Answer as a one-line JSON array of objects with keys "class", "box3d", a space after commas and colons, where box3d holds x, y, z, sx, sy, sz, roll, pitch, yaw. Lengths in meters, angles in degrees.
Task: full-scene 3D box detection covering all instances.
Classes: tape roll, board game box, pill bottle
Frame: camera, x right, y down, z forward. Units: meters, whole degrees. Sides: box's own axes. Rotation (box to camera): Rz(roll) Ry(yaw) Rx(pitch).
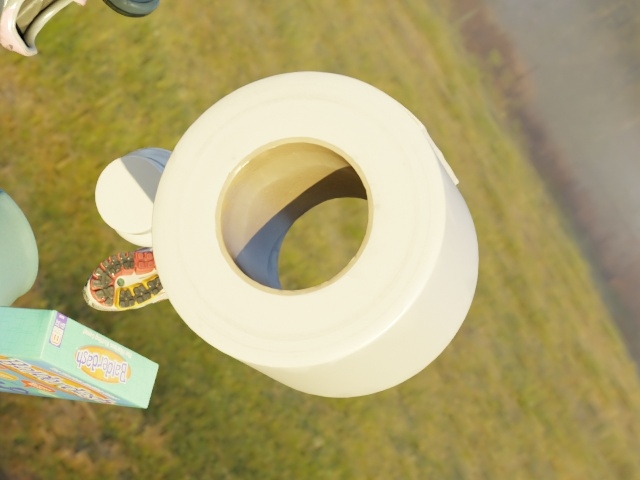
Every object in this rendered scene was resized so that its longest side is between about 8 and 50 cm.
[{"class": "tape roll", "box3d": [0.000, 0.000, 1.194, 0.246, 0.246, 0.169, 61, 7, 20]}, {"class": "board game box", "box3d": [-0.281, 0.104, 1.315, 0.160, 0.210, 0.047, 38, 60, -52]}, {"class": "pill bottle", "box3d": [-0.173, -0.045, 1.538, 0.108, 0.108, 0.180, 59, 10, 9]}]

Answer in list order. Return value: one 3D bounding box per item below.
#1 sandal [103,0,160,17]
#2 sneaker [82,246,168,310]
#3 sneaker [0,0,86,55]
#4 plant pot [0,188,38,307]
[{"class": "sandal", "box3d": [-0.339, -0.470, 2.134, 0.303, 0.086, 0.120, 47, 51, 0]}, {"class": "sneaker", "box3d": [-0.204, 0.035, 1.832, 0.092, 0.225, 0.088, -22, -98, 59]}, {"class": "sneaker", "box3d": [-0.312, -0.371, 1.811, 0.131, 0.319, 0.112, 47, 12, 18]}, {"class": "plant pot", "box3d": [-0.531, 0.040, 1.918, 0.255, 0.271, 0.272, -34, 92, -48]}]
